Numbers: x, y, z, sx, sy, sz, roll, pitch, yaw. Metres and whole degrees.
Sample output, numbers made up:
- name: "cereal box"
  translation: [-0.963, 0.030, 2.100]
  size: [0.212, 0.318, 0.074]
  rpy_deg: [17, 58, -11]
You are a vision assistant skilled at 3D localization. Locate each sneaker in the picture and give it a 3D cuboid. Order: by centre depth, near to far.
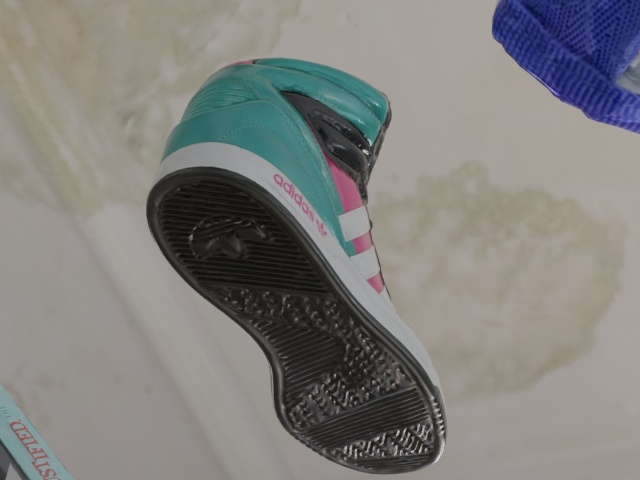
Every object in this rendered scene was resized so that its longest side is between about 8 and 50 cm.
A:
- name: "sneaker"
  translation: [0.000, 0.000, 0.933]
  size: [0.124, 0.178, 0.295]
  rpy_deg: [-11, -46, 23]

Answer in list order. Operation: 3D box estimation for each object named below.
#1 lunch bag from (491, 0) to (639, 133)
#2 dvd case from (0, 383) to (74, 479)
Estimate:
- name: "lunch bag"
  translation: [0.244, -0.200, 0.446]
  size: [0.239, 0.385, 0.328]
  rpy_deg: [50, -42, 27]
- name: "dvd case"
  translation: [-0.094, 0.090, 0.388]
  size: [0.087, 0.013, 0.119]
  rpy_deg: [42, -55, 39]
